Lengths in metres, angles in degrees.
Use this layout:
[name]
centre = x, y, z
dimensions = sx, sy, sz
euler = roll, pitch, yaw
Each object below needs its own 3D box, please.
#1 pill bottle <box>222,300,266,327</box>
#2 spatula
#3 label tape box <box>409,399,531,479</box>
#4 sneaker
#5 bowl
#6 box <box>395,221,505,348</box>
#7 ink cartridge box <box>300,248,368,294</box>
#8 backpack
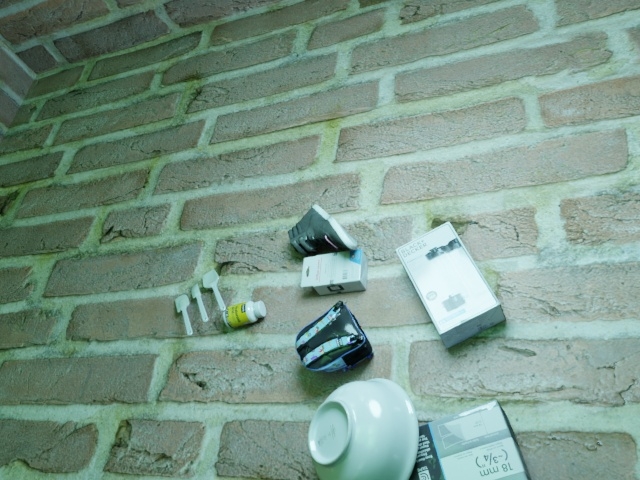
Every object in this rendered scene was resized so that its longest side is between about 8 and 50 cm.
[pill bottle]
centre = -0.222, 0.214, 1.793
dimensions = 0.116, 0.065, 0.065
euler = -17, 52, 16
[spatula]
centre = -0.368, 0.187, 1.877
dimensions = 0.168, 0.019, 0.242
euler = -35, 30, -3
[label tape box]
centre = 0.319, 0.533, 1.262
dimensions = 0.241, 0.106, 0.333
euler = -23, 50, 12
[sneaker]
centre = 0.000, 0.000, 1.780
dimensions = 0.147, 0.104, 0.296
euler = -45, 29, -2
[bowl]
centre = 0.067, 0.438, 1.364
dimensions = 0.298, 0.134, 0.297
euler = -35, 42, 38
[box]
centre = 0.326, 0.109, 1.567
dimensions = 0.169, 0.087, 0.289
euler = -27, 49, 8
[ink cartridge box]
centre = 0.041, 0.093, 1.744
dimensions = 0.180, 0.060, 0.104
euler = -9, 55, 22
[backpack]
centre = 0.031, 0.270, 1.588
dimensions = 0.173, 0.117, 0.158
euler = -34, 49, 2
